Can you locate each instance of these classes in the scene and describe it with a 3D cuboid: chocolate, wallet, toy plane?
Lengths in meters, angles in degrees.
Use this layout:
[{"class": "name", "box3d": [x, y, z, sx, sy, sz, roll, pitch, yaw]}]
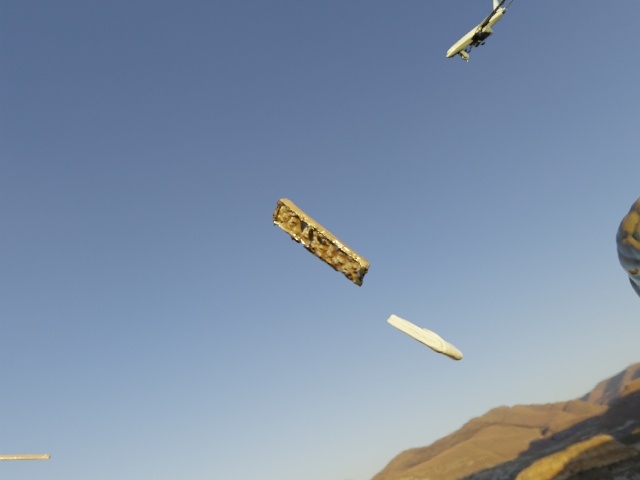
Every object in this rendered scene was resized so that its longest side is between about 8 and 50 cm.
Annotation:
[{"class": "chocolate", "box3d": [0.003, -0.001, 1.152, 0.065, 0.329, 0.102, -41, -19, -36]}, {"class": "wallet", "box3d": [0.214, 0.196, 0.828, 0.183, 0.124, 0.031, 34, -98, -53]}, {"class": "toy plane", "box3d": [0.395, -0.519, 1.031, 0.226, 0.058, 0.226, -51, -3, -12]}]

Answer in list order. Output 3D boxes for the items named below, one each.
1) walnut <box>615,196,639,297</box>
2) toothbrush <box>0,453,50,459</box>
[{"class": "walnut", "box3d": [0.630, 0.017, 0.651, 0.227, 0.283, 0.283, 32, -54, -17]}, {"class": "toothbrush", "box3d": [-0.338, 0.226, 0.434, 0.097, 0.006, 0.008, 11, -82, -21]}]
